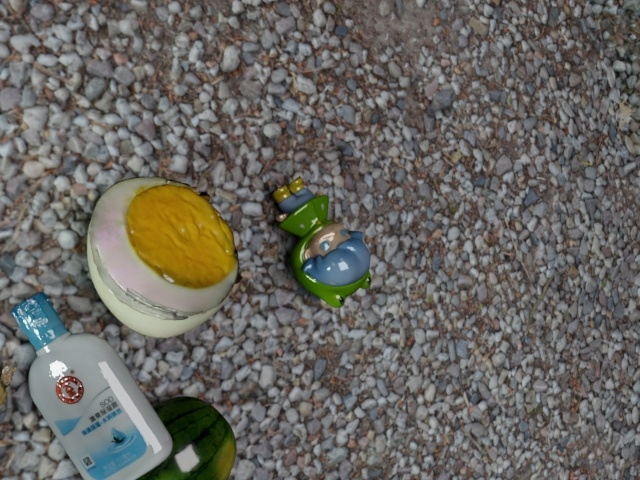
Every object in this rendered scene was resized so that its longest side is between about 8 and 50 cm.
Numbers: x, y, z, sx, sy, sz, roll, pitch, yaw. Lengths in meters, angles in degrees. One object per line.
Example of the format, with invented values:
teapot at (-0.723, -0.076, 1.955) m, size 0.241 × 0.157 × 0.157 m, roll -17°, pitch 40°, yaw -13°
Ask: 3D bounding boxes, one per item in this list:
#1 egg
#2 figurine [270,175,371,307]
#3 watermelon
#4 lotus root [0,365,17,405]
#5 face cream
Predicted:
egg at (-0.285, 0.037, 1.482) m, size 0.264 × 0.174 × 0.286 m, roll 4°, pitch 59°, yaw -33°
figurine at (0.000, 0.000, 1.711) m, size 0.162 × 0.143 × 0.263 m, roll -33°, pitch 90°, yaw -41°
watermelon at (-0.243, 0.387, 1.512) m, size 0.232 × 0.127 × 0.204 m, roll -30°, pitch 108°, yaw -28°
lotus root at (-0.536, 0.245, 1.343) m, size 0.152 × 0.063 × 0.072 m, roll -37°, pitch 99°, yaw -28°
face cream at (-0.385, 0.239, 1.404) m, size 0.163 × 0.080 × 0.336 m, roll -31°, pitch 93°, yaw 9°
